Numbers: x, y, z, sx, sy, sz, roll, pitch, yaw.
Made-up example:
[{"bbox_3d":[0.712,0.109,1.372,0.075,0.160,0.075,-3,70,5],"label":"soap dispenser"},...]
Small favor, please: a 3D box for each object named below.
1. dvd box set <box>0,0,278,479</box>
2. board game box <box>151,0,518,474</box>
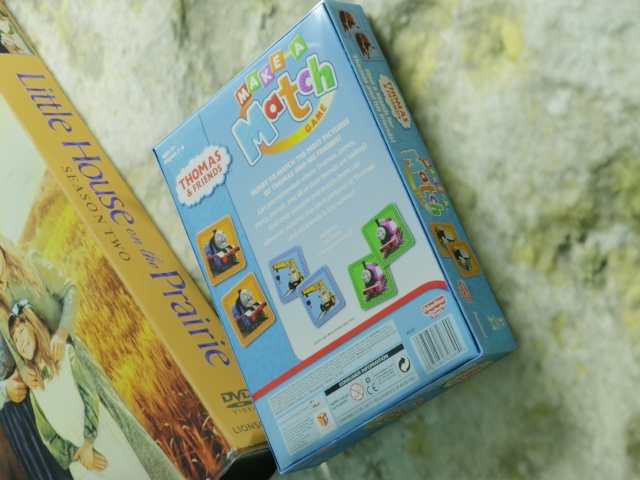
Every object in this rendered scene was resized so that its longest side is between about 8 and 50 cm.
[{"bbox_3d":[-0.217,0.068,1.010,0.307,0.062,0.420,-52,61,30],"label":"dvd box set"},{"bbox_3d":[0.000,0.000,0.829,0.160,0.039,0.211,-35,70,37],"label":"board game box"}]
